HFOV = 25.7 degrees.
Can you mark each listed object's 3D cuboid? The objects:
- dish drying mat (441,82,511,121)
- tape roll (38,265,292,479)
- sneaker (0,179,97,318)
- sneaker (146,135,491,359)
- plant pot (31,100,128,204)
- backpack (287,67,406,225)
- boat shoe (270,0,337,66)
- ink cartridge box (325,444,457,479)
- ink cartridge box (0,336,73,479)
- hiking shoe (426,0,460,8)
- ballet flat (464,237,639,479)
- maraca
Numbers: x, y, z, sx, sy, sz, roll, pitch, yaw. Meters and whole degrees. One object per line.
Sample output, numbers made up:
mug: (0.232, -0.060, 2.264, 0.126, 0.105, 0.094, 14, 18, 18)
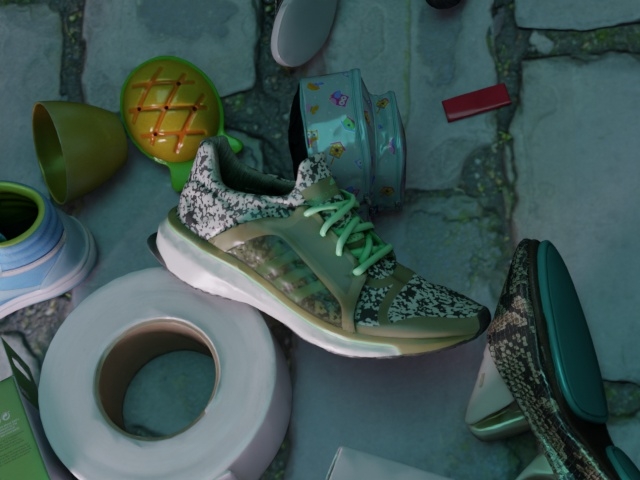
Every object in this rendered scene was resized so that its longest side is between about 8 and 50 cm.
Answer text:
dish drying mat: (0.197, -0.174, 1.773, 0.083, 0.008, 0.032, -16, 64, 3)
tape roll: (-0.178, 0.177, 1.631, 0.286, 0.100, 0.286, -4, 64, 9)
sneaker: (-0.447, 0.028, 1.695, 0.319, 0.208, 0.127, -29, 64, -2)
sneaker: (0.000, 0.000, 1.553, 0.410, 0.158, 0.182, 20, 115, 17)
plant pot: (-0.303, -0.121, 1.793, 0.095, 0.134, 0.134, -15, 60, -25)
backpack: (0.031, -0.112, 1.676, 0.144, 0.188, 0.165, -8, 63, 8)
boat shoe: (-0.021, -0.325, 1.859, 0.070, 0.078, 0.219, 0, 64, 50)
ink cartridge box: (0.095, 0.302, 1.450, 0.160, 0.219, 0.092, 15, 69, 17)
ink cartridge box: (-0.352, 0.228, 1.637, 0.062, 0.109, 0.209, -26, 63, -2)
hiking shoe: (0.143, -0.394, 1.857, 0.114, 0.086, 0.227, -6, 58, 23)
ballet flat: (0.258, 0.231, 1.501, 0.182, 0.164, 0.482, -31, 63, 19)
maraca: (-0.179, -0.148, 1.790, 0.127, 0.099, 0.185, -34, 88, 5)
